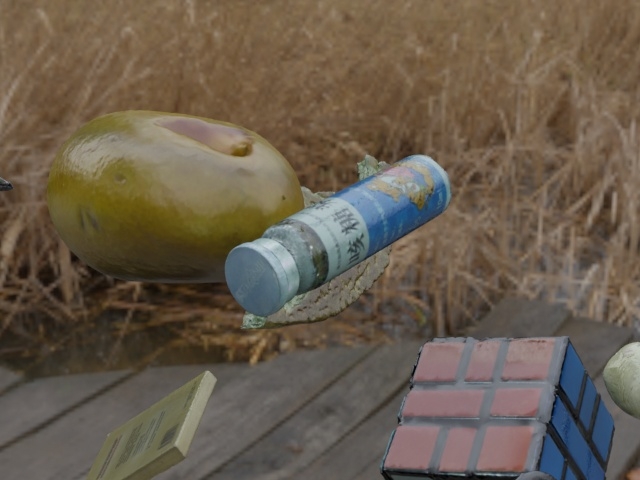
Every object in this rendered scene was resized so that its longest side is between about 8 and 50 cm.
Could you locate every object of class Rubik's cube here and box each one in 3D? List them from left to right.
[{"bbox_3d":[0.309,0.350,1.773,0.294,0.288,0.283,-1,50,35],"label":"Rubik's cube"}]

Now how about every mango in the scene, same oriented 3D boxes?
[{"bbox_3d":[-0.138,-0.035,1.054,0.253,0.182,0.365,5,6,-27],"label":"mango"}]

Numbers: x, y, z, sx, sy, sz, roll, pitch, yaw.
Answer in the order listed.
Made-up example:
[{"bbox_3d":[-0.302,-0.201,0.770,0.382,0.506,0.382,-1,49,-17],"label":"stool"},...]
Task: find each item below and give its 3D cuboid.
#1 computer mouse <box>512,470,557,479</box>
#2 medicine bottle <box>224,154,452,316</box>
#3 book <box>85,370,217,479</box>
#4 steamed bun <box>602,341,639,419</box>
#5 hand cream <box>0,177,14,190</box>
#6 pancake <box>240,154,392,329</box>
[{"bbox_3d":[0.246,0.442,1.455,0.088,0.147,0.264,-3,46,56],"label":"computer mouse"},{"bbox_3d":[0.017,-0.008,0.695,0.051,0.051,0.191,11,28,38],"label":"medicine bottle"},{"bbox_3d":[-0.248,0.288,1.466,0.231,0.026,0.161,-34,21,30],"label":"book"},{"bbox_3d":[0.525,0.233,1.677,0.112,0.130,0.091,-45,6,-6],"label":"steamed bun"},{"bbox_3d":[-0.443,-0.094,1.150,0.086,0.055,0.235,-9,-24,18],"label":"hand cream"},{"bbox_3d":[-0.002,0.003,1.524,0.376,0.197,0.054,-44,9,-38],"label":"pancake"}]
